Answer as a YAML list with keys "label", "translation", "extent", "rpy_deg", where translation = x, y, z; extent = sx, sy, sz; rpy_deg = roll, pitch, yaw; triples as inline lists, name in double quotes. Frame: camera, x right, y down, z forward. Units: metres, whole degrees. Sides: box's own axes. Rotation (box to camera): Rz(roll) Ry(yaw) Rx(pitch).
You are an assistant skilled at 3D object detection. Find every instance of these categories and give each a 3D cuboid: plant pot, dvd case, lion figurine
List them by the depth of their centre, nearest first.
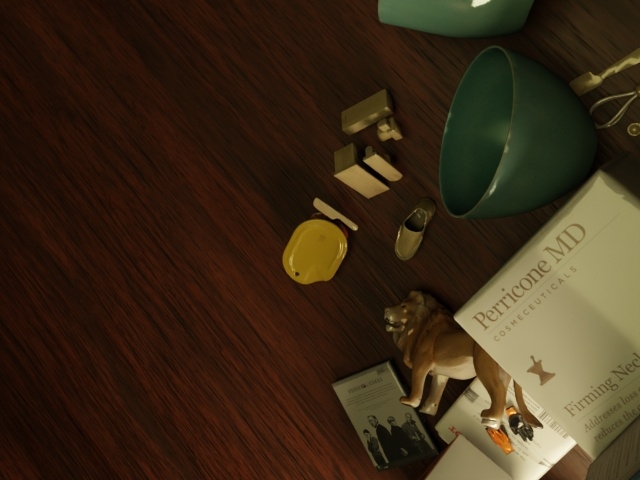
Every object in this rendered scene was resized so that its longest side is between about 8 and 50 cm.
- label: "plant pot"
  translation: [0.256, -0.470, 1.031]
  extent: [0.235, 0.293, 0.293]
  rpy_deg: [22, 113, 10]
- label: "plant pot"
  translation: [0.349, -0.166, 1.078]
  extent: [0.195, 0.290, 0.290]
  rpy_deg: [9, 112, -10]
- label: "lion figurine"
  translation: [0.271, 0.216, 1.193]
  extent: [0.392, 0.142, 0.240]
  rpy_deg: [-3, 62, 51]
- label: "dvd case"
  translation: [0.151, 0.411, 1.465]
  extent: [0.179, 0.029, 0.239]
  rpy_deg: [-30, 86, 33]

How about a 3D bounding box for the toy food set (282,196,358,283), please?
- label: "toy food set"
  translation: [0.000, 0.000, 1.432]
  extent: [0.128, 0.071, 0.218]
  rpy_deg: [28, 120, -4]

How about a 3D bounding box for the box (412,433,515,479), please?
- label: "box"
  translation: [0.237, 0.576, 1.268]
  extent: [0.168, 0.215, 0.345]
  rpy_deg: [39, 147, 17]

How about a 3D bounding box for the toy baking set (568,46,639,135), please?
- label: "toy baking set"
  translation: [0.559, -0.245, 1.049]
  extent: [0.256, 0.030, 0.197]
  rpy_deg: [39, 119, 17]

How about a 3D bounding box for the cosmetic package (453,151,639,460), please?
- label: "cosmetic package"
  translation: [0.500, 0.116, 1.003]
  extent: [0.394, 0.327, 0.329]
  rpy_deg: [46, 121, 14]

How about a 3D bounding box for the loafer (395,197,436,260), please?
- label: "loafer"
  translation: [0.191, -0.021, 1.315]
  extent: [0.056, 0.050, 0.148]
  rpy_deg: [29, 116, 22]

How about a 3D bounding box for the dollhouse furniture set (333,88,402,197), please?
- label: "dollhouse furniture set"
  translation: [0.119, -0.201, 1.326]
  extent: [0.144, 0.123, 0.151]
  rpy_deg: [-22, 56, 33]

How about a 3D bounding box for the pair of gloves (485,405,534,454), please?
- label: "pair of gloves"
  translation: [0.359, 0.360, 1.192]
  extent: [0.083, 0.010, 0.074]
  rpy_deg: [-44, 78, 29]

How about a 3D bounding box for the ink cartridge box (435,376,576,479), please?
- label: "ink cartridge box"
  translation: [0.398, 0.330, 1.240]
  extent: [0.211, 0.121, 0.289]
  rpy_deg: [40, 120, 16]

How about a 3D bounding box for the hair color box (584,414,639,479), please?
- label: "hair color box"
  translation: [0.462, 0.245, 0.761]
  extent: [0.105, 0.174, 0.347]
  rpy_deg: [37, 119, 17]
